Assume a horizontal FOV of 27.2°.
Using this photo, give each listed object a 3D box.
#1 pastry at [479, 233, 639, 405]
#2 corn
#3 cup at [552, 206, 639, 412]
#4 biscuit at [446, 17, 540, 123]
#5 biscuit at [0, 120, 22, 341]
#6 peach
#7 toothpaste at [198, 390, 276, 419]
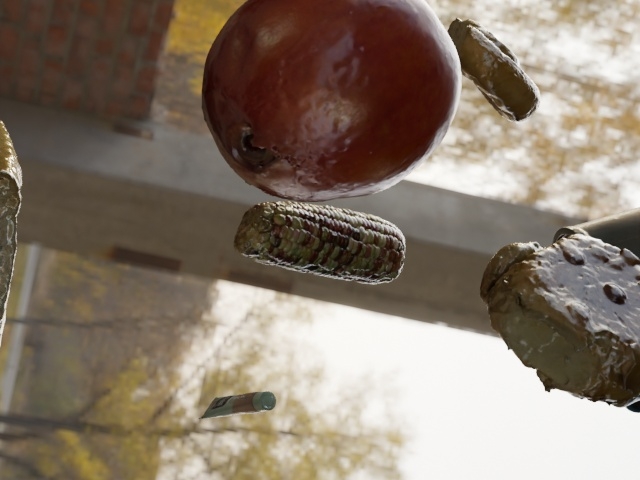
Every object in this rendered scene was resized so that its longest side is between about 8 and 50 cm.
[{"bbox_3d":[0.286,0.082,1.448,0.100,0.218,0.229,-58,-134,40],"label":"pastry"},{"bbox_3d":[0.000,0.000,1.545,0.086,0.253,0.086,-10,-104,45],"label":"corn"},{"bbox_3d":[0.488,0.085,1.711,0.242,0.292,0.307,-134,-153,-76],"label":"cup"},{"bbox_3d":[0.306,-0.304,2.351,0.091,0.213,0.274,-46,-164,6],"label":"biscuit"},{"bbox_3d":[-0.491,0.041,1.844,0.446,0.104,0.429,-131,-129,-64],"label":"biscuit"},{"bbox_3d":[0.008,-0.155,1.387,0.238,0.281,0.281,38,-54,30],"label":"peach"},{"bbox_3d":[-0.148,0.291,2.334,0.056,0.036,0.205,-46,-162,-32],"label":"toothpaste"}]
